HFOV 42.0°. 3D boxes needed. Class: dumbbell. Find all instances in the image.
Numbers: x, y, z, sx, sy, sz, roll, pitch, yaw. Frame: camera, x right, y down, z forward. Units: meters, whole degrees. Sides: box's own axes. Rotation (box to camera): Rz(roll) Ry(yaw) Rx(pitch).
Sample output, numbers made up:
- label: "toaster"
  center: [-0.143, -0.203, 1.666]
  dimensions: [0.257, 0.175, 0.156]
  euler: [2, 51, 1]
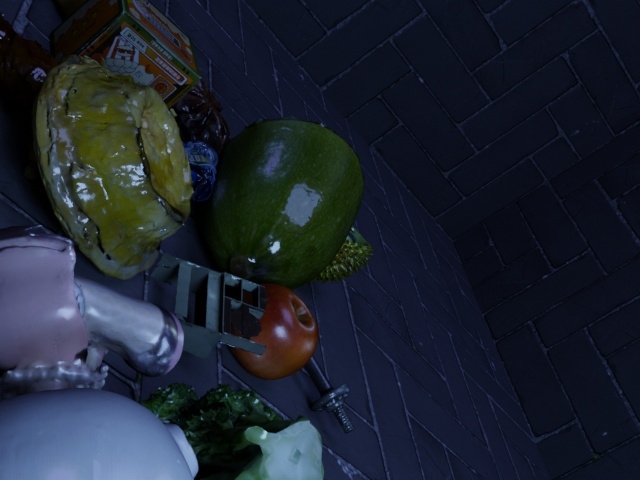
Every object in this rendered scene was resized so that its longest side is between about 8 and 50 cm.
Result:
- label: "dumbbell"
  center: [-0.011, 0.240, 1.529]
  dimensions: [0.254, 0.082, 0.082]
  euler: [58, 17, 14]

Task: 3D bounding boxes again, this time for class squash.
- label: "squash"
  center: [-0.067, -0.035, 1.530]
  dimensions: [0.310, 0.310, 0.308]
  euler: [49, 20, -22]

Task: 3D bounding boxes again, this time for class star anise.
- label: "star anise"
  center: [-0.261, -0.268, 1.792]
  dimensions: [0.220, 0.099, 0.214]
  euler: [-96, 162, -67]

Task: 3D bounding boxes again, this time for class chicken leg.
- label: "chicken leg"
  center: [-0.484, -0.306, 1.274]
  dimensions: [0.304, 0.093, 0.113]
  euler: [51, -2, 13]

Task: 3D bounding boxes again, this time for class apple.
- label: "apple"
  center: [-0.079, 0.150, 1.396]
  dimensions: [0.163, 0.139, 0.163]
  euler: [37, 34, -31]

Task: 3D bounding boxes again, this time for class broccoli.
- label: "broccoli"
  center: [-0.106, 0.285, 0.894]
  dimensions: [0.308, 0.275, 0.307]
  euler: [17, 51, -22]

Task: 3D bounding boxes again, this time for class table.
- label: "table"
  center: [-0.172, 0.107, 1.266]
  dimensions: [0.175, 0.062, 0.146]
  euler: [23, 30, -20]

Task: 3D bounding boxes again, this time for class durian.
- label: "durian"
  center: [-0.003, -0.001, 1.845]
  dimensions: [0.237, 0.177, 0.200]
  euler: [31, 33, -44]

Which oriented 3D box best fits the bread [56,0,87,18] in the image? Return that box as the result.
- label: "bread"
  center: [-0.418, -0.457, 1.645]
  dimensions: [0.250, 0.133, 0.179]
  euler: [63, 14, 20]

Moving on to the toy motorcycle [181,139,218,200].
- label: "toy motorcycle"
  center: [-0.269, -0.130, 1.465]
  dimensions: [0.254, 0.092, 0.135]
  euler: [-3, 54, -47]

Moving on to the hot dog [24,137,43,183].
- label: "hot dog"
  center: [-0.376, -0.144, 1.273]
  dimensions: [0.100, 0.068, 0.249]
  euler: [64, 16, -16]

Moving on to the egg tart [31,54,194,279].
- label: "egg tart"
  center: [-0.277, -0.113, 1.215]
  dimensions: [0.345, 0.133, 0.345]
  euler: [-13, 90, -79]

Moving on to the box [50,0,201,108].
- label: "box"
  center: [-0.350, -0.330, 1.501]
  dimensions: [0.195, 0.178, 0.148]
  euler: [40, 24, -43]

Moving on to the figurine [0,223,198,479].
- label: "figurine"
  center: [-0.244, 0.191, 0.718]
  dimensions: [0.211, 0.253, 0.361]
  euler: [66, 5, -58]

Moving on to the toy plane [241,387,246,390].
- label: "toy plane"
  center: [-0.114, 0.270, 1.272]
  dimensions: [0.049, 0.031, 0.120]
  euler: [50, 19, -35]
